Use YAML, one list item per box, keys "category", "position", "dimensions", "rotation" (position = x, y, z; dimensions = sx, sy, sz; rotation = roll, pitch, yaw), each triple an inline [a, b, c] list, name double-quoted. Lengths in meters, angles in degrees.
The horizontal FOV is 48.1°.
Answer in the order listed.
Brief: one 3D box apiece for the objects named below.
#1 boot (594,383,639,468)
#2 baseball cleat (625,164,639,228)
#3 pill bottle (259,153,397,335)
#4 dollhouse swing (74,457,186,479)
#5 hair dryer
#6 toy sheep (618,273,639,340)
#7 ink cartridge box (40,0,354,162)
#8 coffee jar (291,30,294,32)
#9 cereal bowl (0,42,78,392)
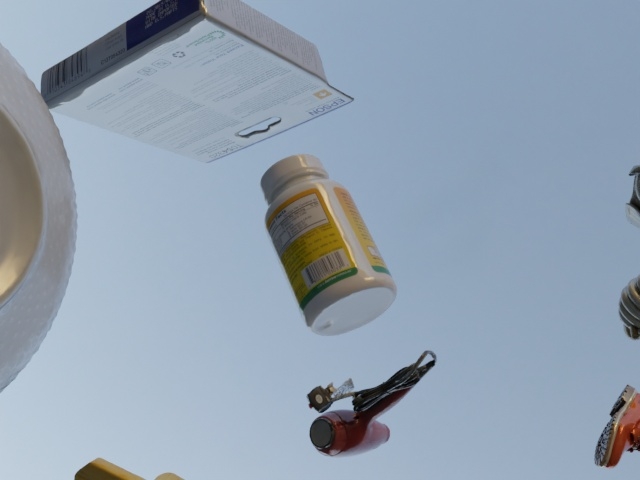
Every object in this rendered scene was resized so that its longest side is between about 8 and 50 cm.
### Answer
- category: "boot"
  position: [0.461, 0.287, 1.053]
  dimensions: [0.085, 0.158, 0.059]
  rotation: [34, -40, 20]
- category: "baseball cleat"
  position: [0.378, -0.002, 0.711]
  dimensions: [0.072, 0.206, 0.109]
  rotation: [-42, -160, -12]
- category: "pill bottle"
  position: [0.000, 0.000, 0.870]
  dimensions: [0.117, 0.117, 0.208]
  rotation: [-41, -122, 27]
- category: "dollhouse swing"
  position: [-0.380, 0.613, 1.279]
  dimensions: [0.305, 0.315, 0.346]
  rotation: [12, -76, 10]
- category: "hair dryer"
  position: [0.089, 0.293, 1.192]
  dimensions: [0.224, 0.293, 0.080]
  rotation: [-15, -120, -8]
- category: "toy sheep"
  position: [0.458, 0.087, 0.990]
  dimensions: [0.091, 0.091, 0.132]
  rotation: [47, -44, 33]
- category: "ink cartridge box"
  position: [-0.173, -0.227, 1.057]
  dimensions: [0.324, 0.330, 0.071]
  rotation: [-17, -107, 32]
- category: "coffee jar"
  position: [-0.121, -0.378, 1.569]
  dimensions: [0.096, 0.079, 0.184]
  rotation: [33, -67, 25]
- category: "cereal bowl"
  position: [-0.286, -0.022, 0.454]
  dimensions: [0.141, 0.339, 0.339]
  rotation: [-6, -100, 30]
